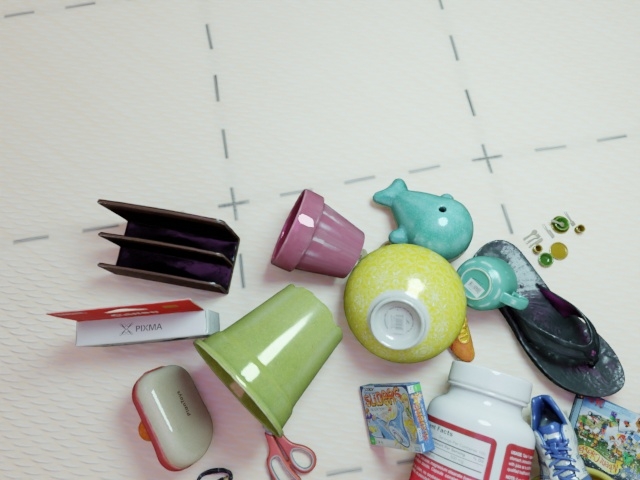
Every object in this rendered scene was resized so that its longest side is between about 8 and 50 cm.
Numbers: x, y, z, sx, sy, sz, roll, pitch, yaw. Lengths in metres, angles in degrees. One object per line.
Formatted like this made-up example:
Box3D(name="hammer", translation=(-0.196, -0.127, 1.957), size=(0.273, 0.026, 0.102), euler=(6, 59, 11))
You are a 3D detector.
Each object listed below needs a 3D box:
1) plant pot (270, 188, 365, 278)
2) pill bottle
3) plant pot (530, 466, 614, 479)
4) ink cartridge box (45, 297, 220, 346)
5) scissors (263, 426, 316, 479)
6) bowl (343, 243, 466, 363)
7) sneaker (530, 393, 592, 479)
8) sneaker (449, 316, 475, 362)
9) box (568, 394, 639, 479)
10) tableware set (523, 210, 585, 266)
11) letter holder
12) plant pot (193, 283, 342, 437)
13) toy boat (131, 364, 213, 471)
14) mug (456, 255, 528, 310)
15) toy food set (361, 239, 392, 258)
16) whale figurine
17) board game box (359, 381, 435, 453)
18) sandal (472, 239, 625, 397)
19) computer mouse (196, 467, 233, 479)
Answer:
Box3D(name="plant pot", translation=(0.000, 0.000, 1.133), size=(0.180, 0.201, 0.201), euler=(24, 77, -10))
Box3D(name="pill bottle", translation=(0.319, 0.480, 0.987), size=(0.229, 0.229, 0.407), euler=(17, 77, 4))
Box3D(name="plant pot", translation=(0.561, 0.649, 0.950), size=(0.254, 0.254, 0.239), euler=(-37, 95, -8))
Box3D(name="ink cartridge box", translation=(-0.400, 0.192, 1.041), size=(0.296, 0.261, 0.066), euler=(-5, 76, -1))
Box3D(name="scissors", translation=(-0.128, 0.451, 1.101), size=(0.109, 0.021, 0.297), euler=(-40, 80, -9))
Box3D(name="bowl", translation=(0.179, 0.162, 1.042), size=(0.290, 0.156, 0.289), euler=(3, 102, 15))
Box3D(name="sneaker", translation=(0.491, 0.455, 0.967), size=(0.112, 0.296, 0.131), euler=(-23, 109, 19))
Box3D(name="sneaker", translation=(0.333, 0.212, 1.135), size=(0.064, 0.067, 0.175), euler=(-16, 79, -5))
Box3D(name="box", translation=(0.697, 0.474, 1.081), size=(0.233, 0.044, 0.159), euler=(23, 77, 6))
Box3D(name="tableware set", translation=(0.617, -0.004, 1.208), size=(0.154, 0.024, 0.104), euler=(-30, 79, -7))
Box3D(name="letter holder", translation=(-0.369, 0.017, 1.107), size=(0.302, 0.214, 0.152), euler=(10, 77, 2))
Box3D(name="plant pot", translation=(-0.097, 0.243, 1.042), size=(0.276, 0.276, 0.254), euler=(43, 66, 9))
Box3D(name="toy boat", translation=(-0.359, 0.415, 1.067), size=(0.151, 0.151, 0.231), euler=(-36, 77, 23))
Box3D(name="mug", translation=(0.394, 0.100, 1.088), size=(0.158, 0.097, 0.129), euler=(-8, 82, 40))
Box3D(name="toy food set", translation=(0.203, 0.055, 1.185), size=(0.192, 0.038, 0.132), euler=(-14, 59, -7))
Box3D(name="whale figurine", translation=(0.253, -0.068, 1.152), size=(0.216, 0.141, 0.272), euler=(-34, 63, -17))
Box3D(name="board game box", translation=(0.163, 0.386, 1.027), size=(0.035, 0.201, 0.136), euler=(-4, 74, -27))
Box3D(name="sandal", translation=(0.534, 0.185, 1.105), size=(0.167, 0.107, 0.445), euler=(-37, 74, -8))
Box3D(name="computer mouse", translation=(-0.311, 0.597, 1.057), size=(0.242, 0.041, 0.071), euler=(-32, 78, -8))
